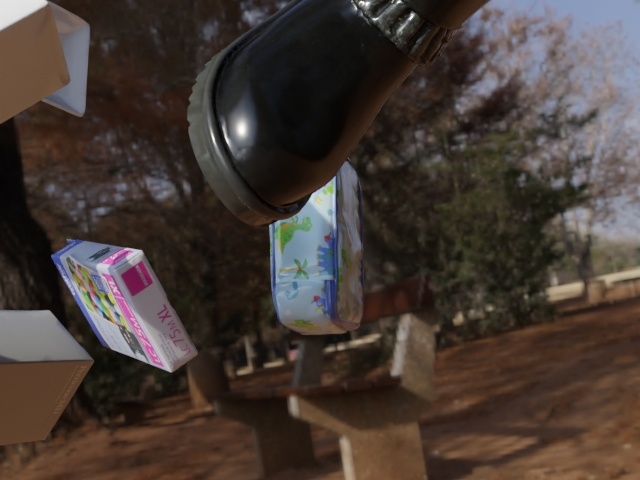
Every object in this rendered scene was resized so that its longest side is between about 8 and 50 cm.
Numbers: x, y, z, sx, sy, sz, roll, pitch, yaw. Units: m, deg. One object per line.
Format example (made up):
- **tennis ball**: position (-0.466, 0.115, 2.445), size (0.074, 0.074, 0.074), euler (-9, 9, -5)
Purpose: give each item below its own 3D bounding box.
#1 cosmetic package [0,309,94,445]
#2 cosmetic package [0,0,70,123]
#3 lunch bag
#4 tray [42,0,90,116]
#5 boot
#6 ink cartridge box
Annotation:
- **cosmetic package**: position (-0.372, 0.146, 1.034), size (0.238, 0.107, 0.127), euler (9, -62, -58)
- **cosmetic package**: position (-0.413, -0.132, 0.671), size (0.377, 0.284, 0.097), euler (-36, -22, -20)
- **lunch bag**: position (0.000, 0.000, 1.167), size (0.090, 0.219, 0.176), euler (-4, -14, 11)
- **tray**: position (-0.403, -0.258, 1.221), size (0.030, 0.145, 0.270), euler (-15, -23, 34)
- **boot**: position (0.057, -0.173, 0.769), size (0.260, 0.131, 0.348), euler (-24, 27, 37)
- **ink cartridge box**: position (-0.322, 0.094, 1.536), size (0.065, 0.186, 0.311), euler (-35, 22, -25)
